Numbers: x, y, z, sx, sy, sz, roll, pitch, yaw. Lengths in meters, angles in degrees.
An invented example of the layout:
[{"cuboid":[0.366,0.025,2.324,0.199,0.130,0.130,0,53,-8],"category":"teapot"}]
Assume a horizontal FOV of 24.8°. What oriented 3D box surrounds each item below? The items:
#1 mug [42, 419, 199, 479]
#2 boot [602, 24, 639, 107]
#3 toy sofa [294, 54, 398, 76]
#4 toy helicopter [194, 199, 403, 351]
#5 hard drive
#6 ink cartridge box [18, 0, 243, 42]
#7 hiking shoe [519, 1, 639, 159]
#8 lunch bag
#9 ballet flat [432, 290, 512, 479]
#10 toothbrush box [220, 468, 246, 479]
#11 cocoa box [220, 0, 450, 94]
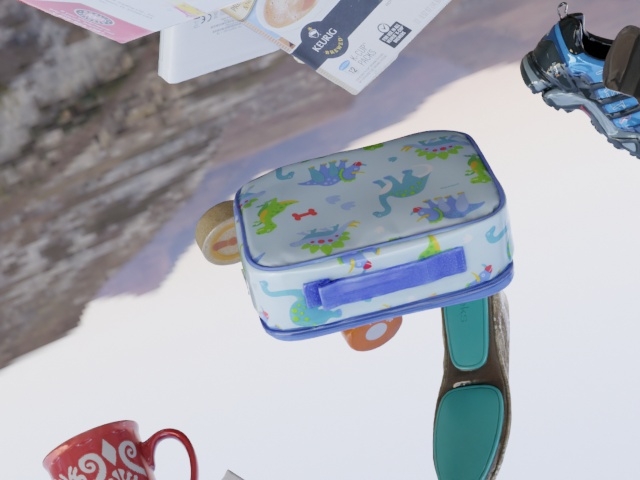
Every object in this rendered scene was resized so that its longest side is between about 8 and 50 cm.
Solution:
[{"cuboid":[-0.203,0.284,1.559,0.150,0.169,0.113,-34,159,21],"category":"mug"},{"cuboid":[0.415,-0.166,1.615,0.115,0.112,0.305,19,-162,-12],"category":"boot"},{"cuboid":[0.066,-0.410,1.982,0.150,0.177,0.362,-49,163,-57],"category":"toy sofa"},{"cuboid":[0.000,0.000,1.822,0.355,0.140,0.235,12,125,-43],"category":"toy helicopter"},{"cuboid":[-0.123,-0.376,1.982,0.203,0.307,0.040,-23,-132,-34],"category":"hard drive"},{"cuboid":[-0.163,-0.267,1.113,0.226,0.131,0.306,21,164,-32],"category":"ink cartridge box"},{"cuboid":[0.440,-0.214,2.088,0.132,0.304,0.113,-56,-165,35],"category":"hiking shoe"},{"cuboid":[0.041,-0.004,1.182,0.219,0.090,0.176,-15,-151,-3],"category":"lunch bag"},{"cuboid":[0.136,0.122,1.228,0.073,0.206,0.067,-2,166,29],"category":"ballet flat"},{"cuboid":[0.041,0.295,0.931,0.283,0.206,0.122,28,-110,28],"category":"toothbrush box"},{"cuboid":[0.059,-0.381,1.617,0.347,0.228,0.231,-41,-155,47],"category":"cocoa box"}]
